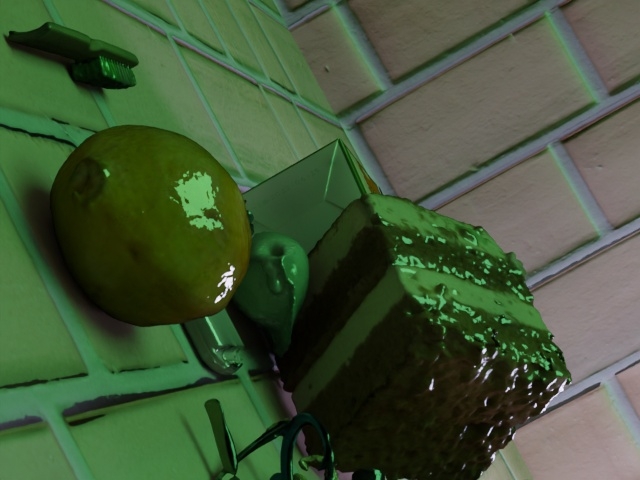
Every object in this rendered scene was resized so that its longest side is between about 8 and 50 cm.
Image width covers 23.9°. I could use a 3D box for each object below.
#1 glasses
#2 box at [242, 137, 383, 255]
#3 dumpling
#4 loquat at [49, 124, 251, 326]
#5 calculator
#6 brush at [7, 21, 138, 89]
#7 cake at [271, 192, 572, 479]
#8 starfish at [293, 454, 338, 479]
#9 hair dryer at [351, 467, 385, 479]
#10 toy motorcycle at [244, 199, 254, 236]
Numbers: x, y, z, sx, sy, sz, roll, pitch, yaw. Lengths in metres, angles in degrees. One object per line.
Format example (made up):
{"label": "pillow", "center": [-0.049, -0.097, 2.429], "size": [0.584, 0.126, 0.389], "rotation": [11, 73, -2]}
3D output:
{"label": "glasses", "center": [-0.038, 0.243, 1.473], "size": [0.207, 0.102, 0.239], "rotation": [51, 14, -45]}
{"label": "box", "center": [0.000, 0.000, 2.093], "size": [0.148, 0.195, 0.177], "rotation": [48, 15, -50]}
{"label": "dumpling", "center": [-0.075, 0.060, 1.884], "size": [0.105, 0.149, 0.217], "rotation": [18, 7, -22]}
{"label": "loquat", "center": [-0.156, -0.012, 1.436], "size": [0.234, 0.176, 0.187], "rotation": [45, 35, -48]}
{"label": "calculator", "center": [-0.136, 0.069, 1.681], "size": [0.175, 0.032, 0.100], "rotation": [62, 9, 10]}
{"label": "brush", "center": [-0.275, -0.207, 1.723], "size": [0.282, 0.054, 0.048], "rotation": [7, 73, -77]}
{"label": "cake", "center": [0.112, 0.130, 1.913], "size": [0.256, 0.282, 0.290], "rotation": [19, 31, -33]}
{"label": "starfish", "center": [0.023, 0.329, 1.596], "size": [0.150, 0.053, 0.209], "rotation": [74, -5, -51]}
{"label": "hair dryer", "center": [0.086, 0.355, 1.551], "size": [0.219, 0.075, 0.195], "rotation": [42, 41, -50]}
{"label": "toy motorcycle", "center": [-0.148, -0.043, 1.707], "size": [0.157, 0.091, 0.263], "rotation": [38, 5, -7]}
